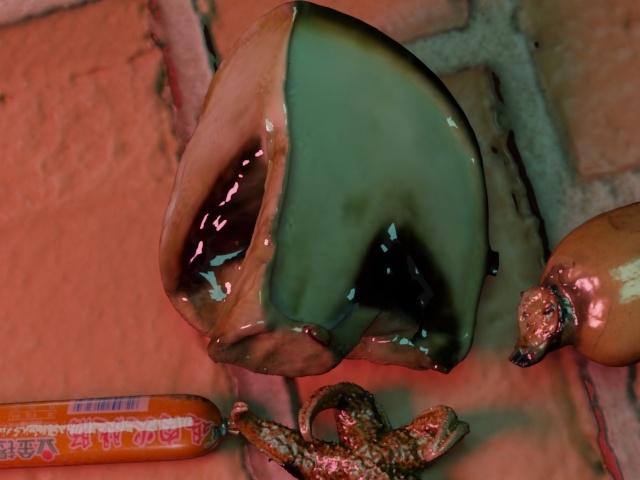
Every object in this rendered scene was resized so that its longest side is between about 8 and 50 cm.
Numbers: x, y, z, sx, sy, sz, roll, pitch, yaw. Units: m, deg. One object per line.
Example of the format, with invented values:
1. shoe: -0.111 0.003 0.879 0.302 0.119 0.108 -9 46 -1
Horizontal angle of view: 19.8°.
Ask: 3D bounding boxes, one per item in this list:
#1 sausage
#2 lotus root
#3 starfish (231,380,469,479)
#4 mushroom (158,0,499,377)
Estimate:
1. sausage: -0.236 0.153 1.439 0.347 0.053 0.053 -4 69 5
2. lotus root: 0.236 0.034 1.398 0.220 0.125 0.118 -19 91 -6
3. starfish: 0.018 0.177 1.391 0.189 0.074 0.146 14 70 11
4. mushroom: 0.006 -0.002 1.444 0.217 0.212 0.292 23 51 -32
